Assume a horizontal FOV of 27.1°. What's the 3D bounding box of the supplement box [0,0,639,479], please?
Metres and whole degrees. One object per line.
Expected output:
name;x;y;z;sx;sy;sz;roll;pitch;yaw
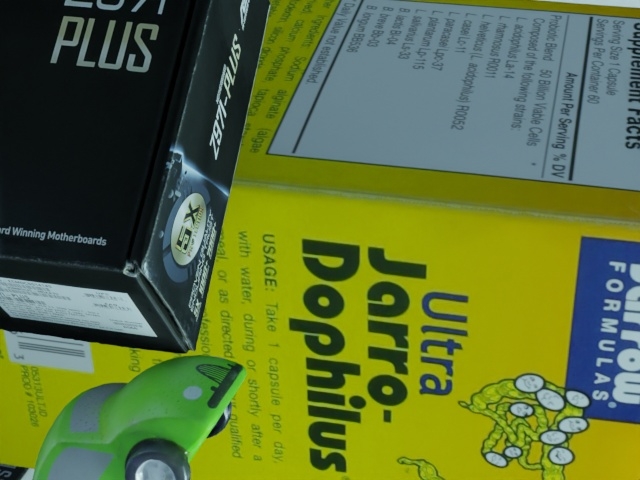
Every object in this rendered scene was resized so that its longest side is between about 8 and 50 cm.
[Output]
supplement box;0.000;0.000;0.662;0.194;0.356;0.195;-68;161;-52

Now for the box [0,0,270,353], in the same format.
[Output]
box;-0.121;-0.050;0.467;0.077;0.180;0.147;73;26;-65

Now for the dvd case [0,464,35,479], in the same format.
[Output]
dvd case;-0.167;0.193;0.780;0.239;0.029;0.179;-63;157;-62

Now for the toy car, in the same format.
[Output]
toy car;-0.102;0.122;0.494;0.225;0.053;0.239;-56;180;22
